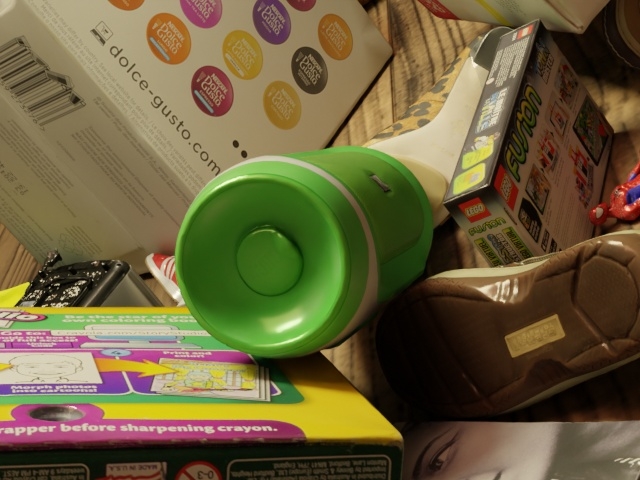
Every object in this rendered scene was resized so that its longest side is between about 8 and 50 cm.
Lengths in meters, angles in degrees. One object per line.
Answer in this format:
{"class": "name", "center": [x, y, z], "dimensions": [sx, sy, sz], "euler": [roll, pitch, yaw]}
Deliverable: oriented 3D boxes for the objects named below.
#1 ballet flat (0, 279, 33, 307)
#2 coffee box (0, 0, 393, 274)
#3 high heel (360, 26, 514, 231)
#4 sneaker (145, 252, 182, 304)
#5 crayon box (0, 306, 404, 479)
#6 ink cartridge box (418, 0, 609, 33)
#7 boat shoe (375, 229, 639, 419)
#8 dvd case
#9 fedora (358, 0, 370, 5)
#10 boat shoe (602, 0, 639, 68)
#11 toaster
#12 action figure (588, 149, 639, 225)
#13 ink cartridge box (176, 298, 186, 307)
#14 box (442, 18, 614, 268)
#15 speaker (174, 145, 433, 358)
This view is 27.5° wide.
{"class": "ballet flat", "center": [-0.337, 0.091, 1.441], "dimensions": [0.231, 0.077, 0.077], "euler": [-18, 47, 36]}
{"class": "coffee box", "center": [-0.199, -0.193, 1.404], "dimensions": [0.338, 0.337, 0.334], "euler": [-13, 34, 48]}
{"class": "high heel", "center": [0.092, -0.070, 1.122], "dimensions": [0.261, 0.093, 0.186], "euler": [-51, -4, 9]}
{"class": "sneaker", "center": [-0.128, 0.025, 1.278], "dimensions": [0.067, 0.042, 0.118], "euler": [-45, 31, -3]}
{"class": "crayon box", "center": [-0.170, 0.120, 0.796], "dimensions": [0.363, 0.106, 0.313], "euler": [1, 9, -15]}
{"class": "ink cartridge box", "center": [0.183, -0.327, 1.081], "dimensions": [0.279, 0.160, 0.384], "euler": [-49, 15, 2]}
{"class": "boat shoe", "center": [0.140, 0.053, 0.804], "dimensions": [0.095, 0.095, 0.257], "euler": [-12, -3, -36]}
{"class": "dvd case", "center": [0.077, 0.169, 0.744], "dimensions": [0.221, 0.018, 0.164], "euler": [-11, 36, 49]}
{"class": "fedora", "center": [0.042, -0.348, 1.656], "dimensions": [0.194, 0.079, 0.194], "euler": [-36, 27, 21]}
{"class": "boat shoe", "center": [0.281, -0.225, 1.064], "dimensions": [0.092, 0.103, 0.285], "euler": [-31, 24, 49]}
{"class": "toaster", "center": [-0.231, 0.101, 1.206], "dimensions": [0.168, 0.110, 0.185], "euler": [-6, 40, 51]}
{"class": "action figure", "center": [0.232, -0.047, 0.896], "dimensions": [0.115, 0.030, 0.038], "euler": [-39, 28, 6]}
{"class": "ink cartridge box", "center": [-0.067, 0.064, 1.090], "dimensions": [0.109, 0.063, 0.150], "euler": [-16, 32, 43]}
{"class": "box", "center": [0.151, -0.054, 0.916], "dimensions": [0.036, 0.114, 0.207], "euler": [-22, 28, 35]}
{"class": "speaker", "center": [0.000, 0.000, 0.898], "dimensions": [0.131, 0.131, 0.296], "euler": [-33, -2, 14]}
